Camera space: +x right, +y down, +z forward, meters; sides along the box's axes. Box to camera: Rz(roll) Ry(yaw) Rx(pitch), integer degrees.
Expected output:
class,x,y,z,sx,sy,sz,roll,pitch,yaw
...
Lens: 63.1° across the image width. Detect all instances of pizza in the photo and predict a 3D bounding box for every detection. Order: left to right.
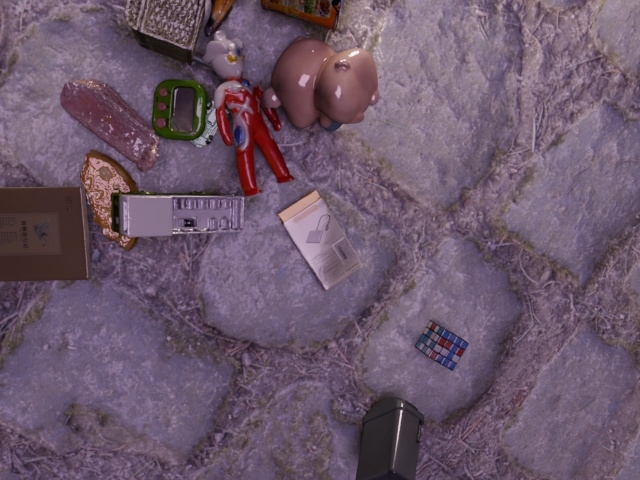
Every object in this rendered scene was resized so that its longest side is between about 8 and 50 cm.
class,x,y,z,sx,sy,sz,roll,pitch,yaw
pizza,-0.489,-0.097,1.232,0.127,0.058,0.246,-30,105,-9

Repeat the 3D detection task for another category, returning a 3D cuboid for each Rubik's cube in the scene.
class,x,y,z,sx,sy,sz,roll,pitch,yaw
Rubik's cube,0.341,0.295,1.469,0.092,0.092,0.092,30,89,-15

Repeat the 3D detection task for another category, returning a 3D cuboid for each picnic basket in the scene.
class,x,y,z,sx,sy,sz,roll,pitch,yaw
picnic basket,-0.343,-0.488,1.145,0.154,0.196,0.134,14,97,-16

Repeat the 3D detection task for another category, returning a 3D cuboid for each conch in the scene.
class,x,y,z,sx,sy,sz,roll,pitch,yaw
conch,-0.218,-0.581,1.217,0.080,0.086,0.233,40,85,-15

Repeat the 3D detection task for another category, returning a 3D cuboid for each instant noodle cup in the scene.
class,x,y,z,sx,sy,sz,roll,pitch,yaw
instant noodle cup,-0.037,-0.613,1.197,0.182,0.230,0.230,7,96,-6

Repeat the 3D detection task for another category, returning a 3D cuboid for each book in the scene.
class,x,y,z,sx,sy,sz,roll,pitch,yaw
book,-0.687,-0.013,1.184,0.310,0.021,0.217,-1,98,-2

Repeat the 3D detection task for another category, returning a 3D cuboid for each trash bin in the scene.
class,x,y,z,sx,sy,sz,roll,pitch,yaw
trash bin,0.185,0.541,1.397,0.101,0.236,0.176,38,130,-16

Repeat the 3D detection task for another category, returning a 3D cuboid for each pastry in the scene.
class,x,y,z,sx,sy,sz,roll,pitch,yaw
pastry,-0.461,-0.264,1.190,0.265,0.112,0.103,45,112,-1

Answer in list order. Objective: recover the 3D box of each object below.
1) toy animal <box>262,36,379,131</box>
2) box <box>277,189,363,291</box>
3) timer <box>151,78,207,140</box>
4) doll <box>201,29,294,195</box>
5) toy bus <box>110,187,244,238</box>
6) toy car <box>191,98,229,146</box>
class,x,y,z,sx,sy,sz,roll,pitch,yaw
toy animal,0.008,-0.364,1.220,0.229,0.221,0.210,39,70,-24
box,0.000,0.000,1.377,0.129,0.033,0.247,-33,104,-7
timer,-0.331,-0.307,1.230,0.128,0.047,0.140,6,93,8
doll,-0.179,-0.306,1.246,0.188,0.099,0.384,-33,106,-48
toy bus,-0.321,-0.064,1.212,0.301,0.139,0.113,-3,99,-31
toy car,-0.272,-0.284,1.272,0.059,0.035,0.122,35,97,-15
